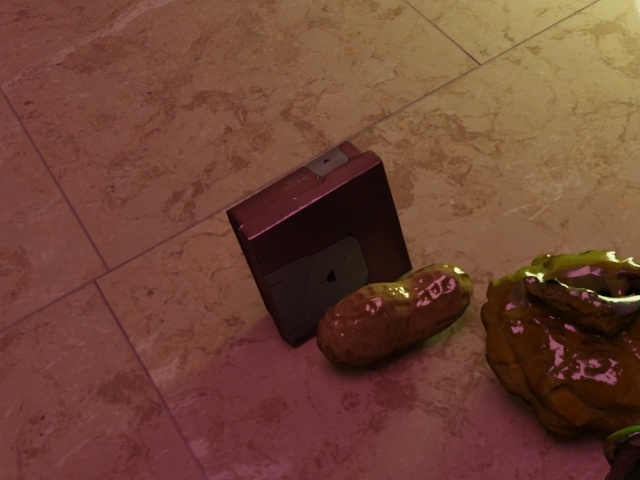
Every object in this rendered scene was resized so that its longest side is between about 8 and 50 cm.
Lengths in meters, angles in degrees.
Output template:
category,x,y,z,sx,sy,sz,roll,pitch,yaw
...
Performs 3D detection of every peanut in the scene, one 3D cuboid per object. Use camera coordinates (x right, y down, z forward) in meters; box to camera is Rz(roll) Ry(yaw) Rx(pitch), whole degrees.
category,x,y,z,sx,sy,sz,roll,pitch,yaw
peanut,0.100,0.097,1.439,0.226,0.108,0.095,-21,57,-7

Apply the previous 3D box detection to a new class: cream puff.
category,x,y,z,sx,sy,sz,roll,pitch,yaw
cream puff,0.333,0.104,1.325,0.282,0.185,0.282,-7,53,9

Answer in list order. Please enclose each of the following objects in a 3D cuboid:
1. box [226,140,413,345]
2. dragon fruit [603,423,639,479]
category,x,y,z,sx,sy,sz,roll,pitch,yaw
box,0.000,0.000,1.477,0.215,0.215,0.086,-32,42,-14
dragon fruit,0.375,0.314,1.070,0.130,0.295,0.268,7,40,-35
